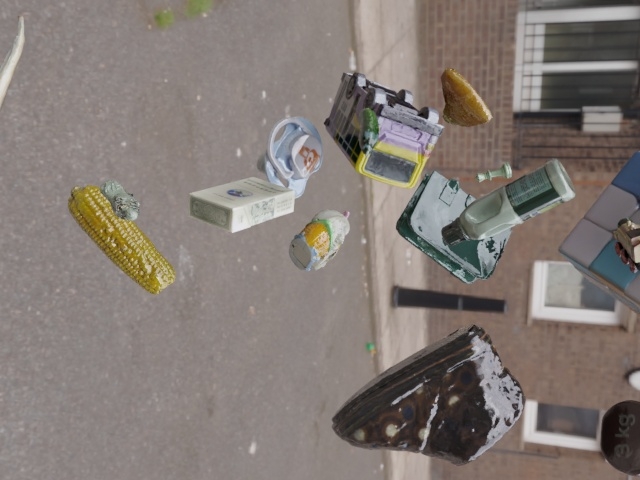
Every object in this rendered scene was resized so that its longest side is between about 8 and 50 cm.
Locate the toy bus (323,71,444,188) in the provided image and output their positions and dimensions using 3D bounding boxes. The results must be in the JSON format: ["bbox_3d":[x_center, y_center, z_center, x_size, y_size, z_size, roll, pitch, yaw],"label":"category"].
[{"bbox_3d":[0.169,-0.340,1.927,0.440,0.209,0.249,-115,-136,-60],"label":"toy bus"}]

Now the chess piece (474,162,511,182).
[{"bbox_3d":[0.452,-0.173,1.682,0.042,0.093,0.042,-15,90,-82],"label":"chess piece"}]

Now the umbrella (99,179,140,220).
[{"bbox_3d":[-0.464,-0.092,1.492,0.062,0.143,0.067,-46,144,1],"label":"umbrella"}]

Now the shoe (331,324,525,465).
[{"bbox_3d":[0.228,0.361,1.333,0.237,0.384,0.171,59,2,7],"label":"shoe"}]

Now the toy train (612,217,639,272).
[{"bbox_3d":[0.615,0.005,1.257,0.138,0.050,0.087,-79,155,-65],"label":"toy train"}]

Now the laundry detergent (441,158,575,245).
[{"bbox_3d":[0.306,-0.054,1.073,0.070,0.225,0.099,53,27,-17],"label":"laundry detergent"}]

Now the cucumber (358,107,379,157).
[{"bbox_3d":[0.088,-0.197,1.153,0.155,0.037,0.037,-85,168,-50],"label":"cucumber"}]

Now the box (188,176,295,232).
[{"bbox_3d":[-0.211,-0.102,1.750,0.256,0.164,0.069,-23,125,-50],"label":"box"}]

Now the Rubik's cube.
[{"bbox_3d":[0.916,0.032,1.688,0.344,0.346,0.347,28,100,-41],"label":"Rubik's cube"}]

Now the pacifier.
[{"bbox_3d":[-0.116,-0.265,1.998,0.227,0.207,0.279,52,53,-30],"label":"pacifier"}]

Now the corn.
[{"bbox_3d":[-0.529,-0.005,1.696,0.120,0.363,0.120,-45,179,-1],"label":"corn"}]

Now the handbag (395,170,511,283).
[{"bbox_3d":[0.416,-0.039,1.970,0.239,0.326,0.089,-59,-170,-19],"label":"handbag"}]

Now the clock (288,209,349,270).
[{"bbox_3d":[0.000,0.000,1.573,0.144,0.103,0.231,-36,172,-25],"label":"clock"}]

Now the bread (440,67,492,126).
[{"bbox_3d":[0.326,-0.296,1.429,0.054,0.136,0.154,-39,141,-14],"label":"bread"}]

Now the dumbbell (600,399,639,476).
[{"bbox_3d":[0.660,0.395,1.236,0.225,0.124,0.141,20,72,-26],"label":"dumbbell"}]

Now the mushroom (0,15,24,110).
[{"bbox_3d":[-0.478,-0.205,0.948,0.043,0.068,0.306,45,34,-53],"label":"mushroom"}]
